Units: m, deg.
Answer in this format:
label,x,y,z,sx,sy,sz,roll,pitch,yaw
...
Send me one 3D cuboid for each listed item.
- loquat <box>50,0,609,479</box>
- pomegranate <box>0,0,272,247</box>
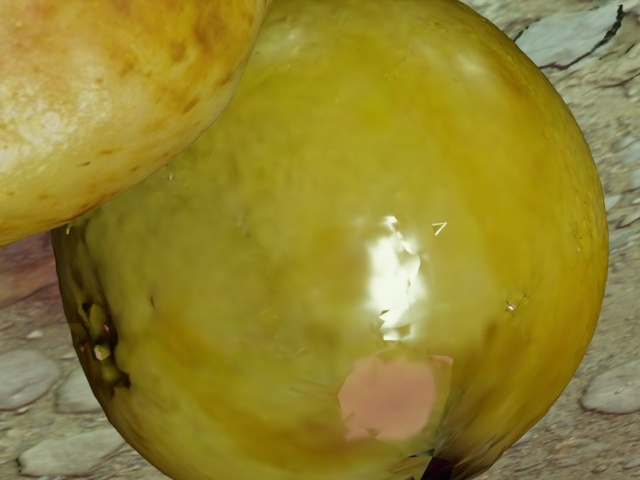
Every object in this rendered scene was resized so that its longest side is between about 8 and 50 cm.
label,x,y,z,sx,sy,sz,roll,pitch,yaw
loquat,0.000,0.000,0.905,0.263,0.263,0.263,-18,156,-8
pomegranate,-0.127,-0.103,0.609,0.248,0.248,0.248,-18,156,-8
